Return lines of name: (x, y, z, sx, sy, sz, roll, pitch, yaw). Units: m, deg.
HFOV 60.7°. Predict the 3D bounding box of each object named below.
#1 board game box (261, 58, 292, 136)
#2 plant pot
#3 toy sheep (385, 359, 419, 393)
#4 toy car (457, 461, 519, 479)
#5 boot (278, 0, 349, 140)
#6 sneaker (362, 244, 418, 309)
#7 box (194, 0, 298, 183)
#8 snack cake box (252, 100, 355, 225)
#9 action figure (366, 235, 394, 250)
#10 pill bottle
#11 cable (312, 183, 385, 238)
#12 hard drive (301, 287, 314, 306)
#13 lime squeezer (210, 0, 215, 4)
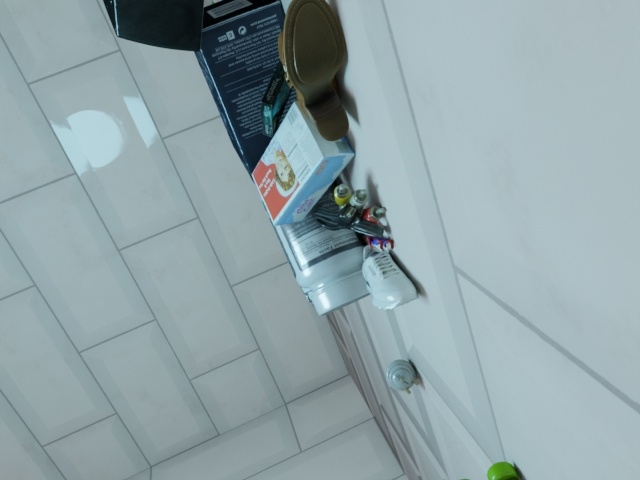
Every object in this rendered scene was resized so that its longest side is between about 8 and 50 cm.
board game box: (-0.084, -0.335, 1.188, 0.126, 0.026, 0.186, 100, -171, -70)
plant pot: (-0.344, -0.504, 1.095, 0.187, 0.167, 0.188, 64, 155, 23)
toy sheep: (0.219, 0.366, 1.479, 0.132, 0.091, 0.091, 83, 163, -85)
toy car: (0.330, 0.515, 0.944, 0.188, 0.149, 0.155, 57, -170, -25)
boot: (-0.025, -0.345, 0.999, 0.283, 0.109, 0.220, 63, -178, -48)
sneaker: (0.136, 0.075, 1.164, 0.235, 0.090, 0.095, -141, 38, -73)
box: (-0.173, -0.400, 1.413, 0.293, 0.212, 0.395, -125, 12, -56)
snack cake box: (-0.048, -0.168, 1.228, 0.264, 0.089, 0.152, -48, 62, 48)
action figure: (0.125, 0.004, 1.185, 0.115, 0.038, 0.030, -143, 47, -76)
pill bottle: (0.000, 0.000, 1.436, 0.204, 0.204, 0.361, 101, 145, -78)
cable: (0.067, -0.057, 1.208, 0.139, 0.072, 0.287, 33, 172, -7)
hard drive: (-0.012, 0.014, 1.638, 0.237, 0.064, 0.339, -13, -102, -55)
lime squeezer: (-0.245, -0.608, 1.733, 0.059, 0.109, 0.310, -77, -29, -71)
